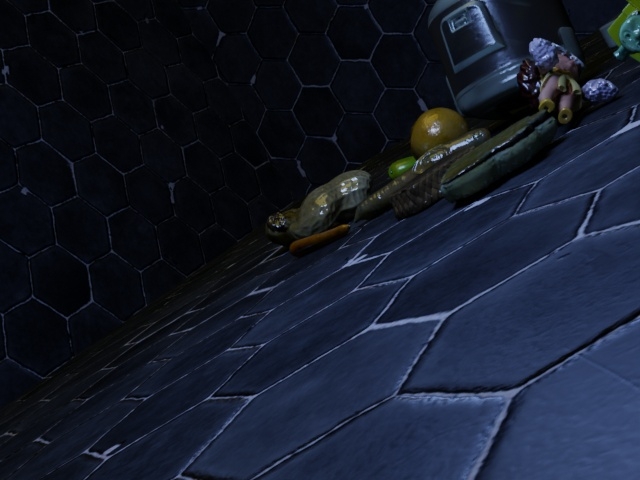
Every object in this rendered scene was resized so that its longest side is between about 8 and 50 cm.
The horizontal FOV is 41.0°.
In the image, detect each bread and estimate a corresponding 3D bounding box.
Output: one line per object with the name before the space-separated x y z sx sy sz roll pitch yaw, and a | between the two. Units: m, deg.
bread | 0.296 -0.141 1.408 0.207 0.056 0.286 -31 6 23

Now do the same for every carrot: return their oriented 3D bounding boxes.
carrot | 0.000 0.000 1.870 0.190 0.037 0.037 -20 12 44
carrot | 0.205 -0.133 1.791 0.342 0.070 0.070 -31 5 15

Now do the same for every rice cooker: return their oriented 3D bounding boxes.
rice cooker | 0.437 -0.454 2.035 0.335 0.326 0.335 -20 -4 -2

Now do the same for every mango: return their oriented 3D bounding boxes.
mango | 0.224 -0.186 2.177 0.108 0.056 0.073 -29 11 -13

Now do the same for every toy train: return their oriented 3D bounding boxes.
toy train | 0.583 -0.395 1.439 0.237 0.150 0.369 -54 -11 32

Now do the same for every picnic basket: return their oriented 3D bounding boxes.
picnic basket | 0.214 -0.110 1.588 0.193 0.055 0.110 -36 7 -27

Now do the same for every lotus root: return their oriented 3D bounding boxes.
lotus root | -0.070 -0.038 2.258 0.110 0.097 0.258 -21 1 20

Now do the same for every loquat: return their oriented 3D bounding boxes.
loquat | 0.268 -0.228 1.935 0.141 0.141 0.141 -31 6 3

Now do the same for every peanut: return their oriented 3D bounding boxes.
peanut | 0.025 -0.083 2.062 0.233 0.110 0.196 -31 5 -22

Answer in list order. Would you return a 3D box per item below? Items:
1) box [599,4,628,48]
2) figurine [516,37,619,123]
box | 0.911 -0.613 2.078 0.373 0.091 0.367 -32 6 -32
figurine | 0.420 -0.273 1.518 0.116 0.174 0.240 -57 4 20
